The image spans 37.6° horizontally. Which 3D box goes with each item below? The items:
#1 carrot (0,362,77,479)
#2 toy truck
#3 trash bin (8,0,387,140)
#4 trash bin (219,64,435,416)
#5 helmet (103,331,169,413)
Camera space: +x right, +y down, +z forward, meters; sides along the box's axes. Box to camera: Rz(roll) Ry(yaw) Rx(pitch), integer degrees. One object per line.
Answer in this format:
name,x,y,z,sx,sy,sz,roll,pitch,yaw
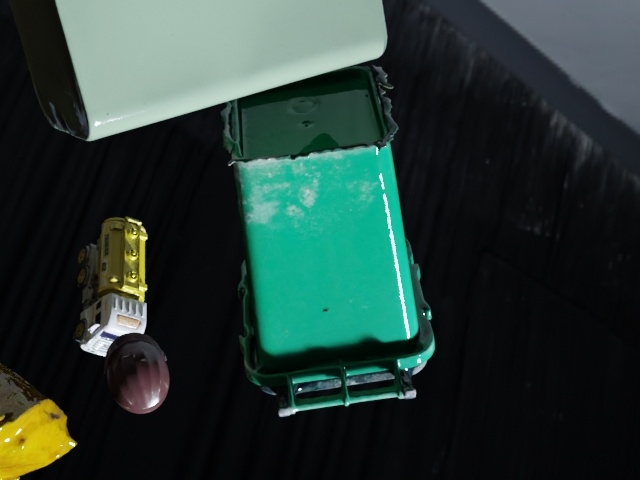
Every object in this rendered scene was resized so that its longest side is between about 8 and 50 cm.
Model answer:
carrot,-0.551,0.263,1.364,0.340,0.241,0.241,39,154,-1
toy truck,-0.345,0.075,1.580,0.098,0.227,0.114,21,140,-36
trash bin,-0.124,-0.250,0.945,0.158,0.343,0.223,24,132,53
trash bin,0.000,0.000,1.188,0.259,0.295,0.381,-9,130,1
helmet,-0.276,0.205,1.421,0.098,0.123,0.070,-17,-170,-11
